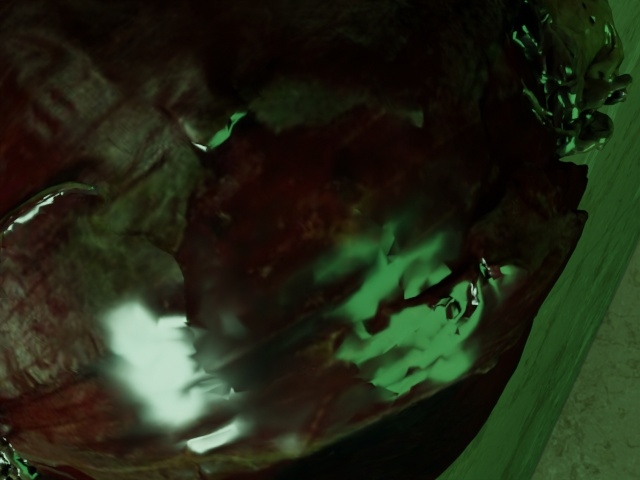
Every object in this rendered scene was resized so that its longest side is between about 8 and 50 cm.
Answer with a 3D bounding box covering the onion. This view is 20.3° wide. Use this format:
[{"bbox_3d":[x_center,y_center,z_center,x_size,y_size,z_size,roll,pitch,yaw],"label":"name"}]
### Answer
[{"bbox_3d":[-0.035,0.008,0.594,0.281,0.221,0.281,-34,149,-24],"label":"onion"}]
